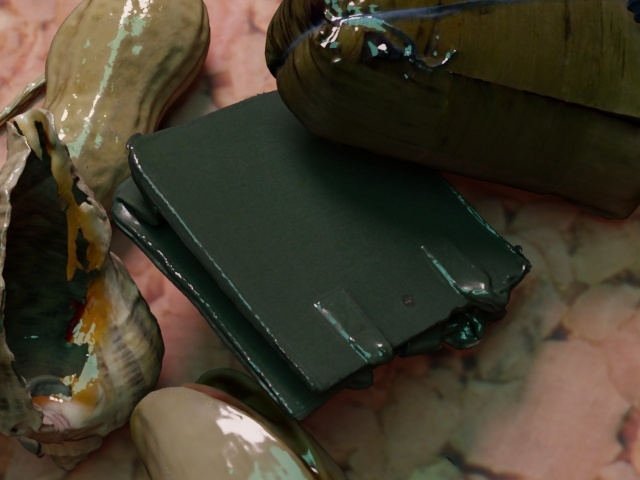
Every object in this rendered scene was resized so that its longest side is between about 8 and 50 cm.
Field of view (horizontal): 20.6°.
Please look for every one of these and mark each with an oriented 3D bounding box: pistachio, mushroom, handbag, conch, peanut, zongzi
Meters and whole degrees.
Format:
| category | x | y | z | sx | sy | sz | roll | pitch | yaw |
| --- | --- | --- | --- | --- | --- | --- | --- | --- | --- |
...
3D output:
| category | x | y | z | sx | sy | sz | roll | pitch | yaw |
| --- | --- | --- | --- | --- | --- | --- | --- | --- | --- |
| pistachio | -0.050 | 0.189 | 1.309 | 0.144 | 0.144 | 0.215 | -38 | 71 | -7 |
| mushroom | -0.192 | -0.170 | 1.533 | 0.286 | 0.026 | 0.028 | -42 | 53 | -7 |
| handbag | 0.000 | -0.002 | 1.342 | 0.247 | 0.079 | 0.260 | -24 | 62 | -41 |
| conch | -0.230 | 0.052 | 1.331 | 0.159 | 0.291 | 0.210 | -3 | 22 | 30 |
| peanut | -0.183 | -0.110 | 1.459 | 0.123 | 0.123 | 0.256 | 24 | 78 | 16 |
| zongzi | 0.126 | -0.220 | 1.397 | 0.323 | 0.160 | 0.360 | 15 | 63 | -20 |

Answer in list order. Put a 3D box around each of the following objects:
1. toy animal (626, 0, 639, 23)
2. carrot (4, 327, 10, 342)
| category | x | y | z | sx | sy | sz | roll | pitch | yaw |
| --- | --- | --- | --- | --- | --- | --- | --- | --- | --- |
| toy animal | 0.345 | -0.143 | 1.349 | 0.176 | 0.255 | 0.239 | -6 | 43 | 28 |
| carrot | -0.304 | 0.127 | 1.423 | 0.048 | 0.048 | 0.216 | 33 | 72 | 18 |
